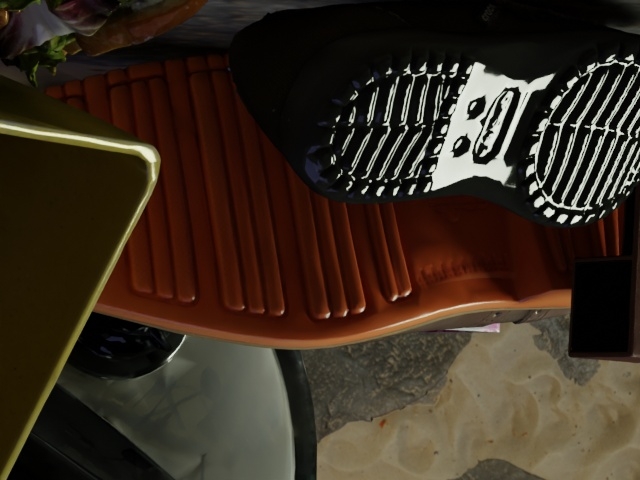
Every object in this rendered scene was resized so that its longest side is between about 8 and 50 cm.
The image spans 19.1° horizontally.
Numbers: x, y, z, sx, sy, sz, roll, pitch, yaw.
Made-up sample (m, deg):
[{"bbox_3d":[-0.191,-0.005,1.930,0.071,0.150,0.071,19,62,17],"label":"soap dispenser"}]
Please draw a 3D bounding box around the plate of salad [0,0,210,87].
[{"bbox_3d":[-0.102,-0.078,0.554,0.200,0.048,0.200,2,176,0],"label":"plate of salad"}]

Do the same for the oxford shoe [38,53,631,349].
[{"bbox_3d":[0.000,0.000,0.874,0.363,0.130,0.133,3,162,-27],"label":"oxford shoe"}]

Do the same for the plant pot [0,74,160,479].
[{"bbox_3d":[-0.220,0.008,0.615,0.187,0.212,0.212,34,-167,28],"label":"plant pot"}]

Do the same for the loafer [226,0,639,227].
[{"bbox_3d":[0.054,-0.059,0.692,0.220,0.080,0.078,5,-152,-49],"label":"loafer"}]

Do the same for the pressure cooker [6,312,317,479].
[{"bbox_3d":[-0.204,0.110,1.029,0.370,0.375,0.420,-6,-179,-20],"label":"pressure cooker"}]

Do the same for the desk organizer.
[{"bbox_3d":[0.145,-0.010,0.840,0.050,0.130,0.047,7,174,-31],"label":"desk organizer"}]

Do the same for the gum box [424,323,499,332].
[{"bbox_3d":[0.046,0.009,1.283,0.062,0.107,0.188,4,176,-29],"label":"gum box"}]
